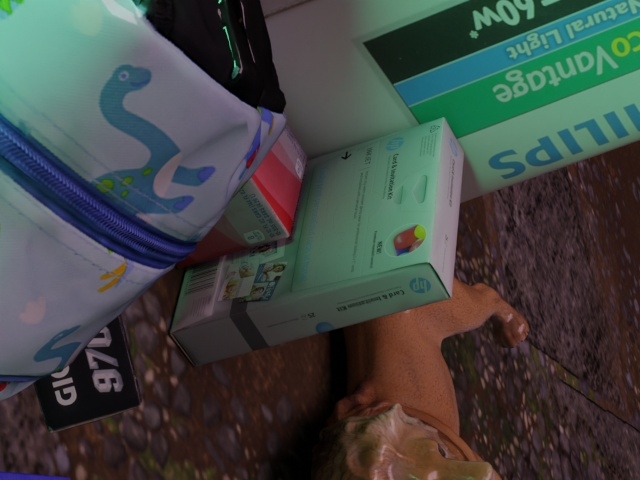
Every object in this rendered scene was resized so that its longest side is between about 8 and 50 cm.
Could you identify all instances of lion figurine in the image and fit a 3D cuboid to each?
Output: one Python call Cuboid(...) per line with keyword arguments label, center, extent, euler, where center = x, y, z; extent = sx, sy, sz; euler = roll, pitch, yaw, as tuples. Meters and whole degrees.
Cuboid(label="lion figurine", center=(0.069, 0.118, 1.346), extent=(0.240, 0.142, 0.392), euler=(45, 21, -34))

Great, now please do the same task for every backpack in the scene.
Cuboid(label="backpack", center=(-0.167, -0.115, 0.565), extent=(0.355, 0.273, 0.290), euler=(35, -2, 10))

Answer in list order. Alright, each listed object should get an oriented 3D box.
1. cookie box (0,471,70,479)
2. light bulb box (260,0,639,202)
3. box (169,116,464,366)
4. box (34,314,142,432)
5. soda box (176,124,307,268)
Cuboid(label="cookie box", center=(-0.163, 0.163, 0.876), extent=(0.107, 0.040, 0.091), euler=(21, 55, -61))
Cuboid(label="light bulb box", center=(0.081, -0.229, 1.289), extent=(0.225, 0.358, 0.361), euler=(50, 31, -38))
Cuboid(label="box", center=(0.000, 0.000, 1.167), extent=(0.038, 0.186, 0.145), euler=(56, 28, -34))
Cuboid(label="box", center=(-0.147, -0.040, 0.883), extent=(0.175, 0.051, 0.220), euler=(-126, -158, -65))
Cuboid(label="soda box", center=(-0.110, -0.107, 1.116), extent=(0.263, 0.092, 0.083), euler=(56, 30, -34))
